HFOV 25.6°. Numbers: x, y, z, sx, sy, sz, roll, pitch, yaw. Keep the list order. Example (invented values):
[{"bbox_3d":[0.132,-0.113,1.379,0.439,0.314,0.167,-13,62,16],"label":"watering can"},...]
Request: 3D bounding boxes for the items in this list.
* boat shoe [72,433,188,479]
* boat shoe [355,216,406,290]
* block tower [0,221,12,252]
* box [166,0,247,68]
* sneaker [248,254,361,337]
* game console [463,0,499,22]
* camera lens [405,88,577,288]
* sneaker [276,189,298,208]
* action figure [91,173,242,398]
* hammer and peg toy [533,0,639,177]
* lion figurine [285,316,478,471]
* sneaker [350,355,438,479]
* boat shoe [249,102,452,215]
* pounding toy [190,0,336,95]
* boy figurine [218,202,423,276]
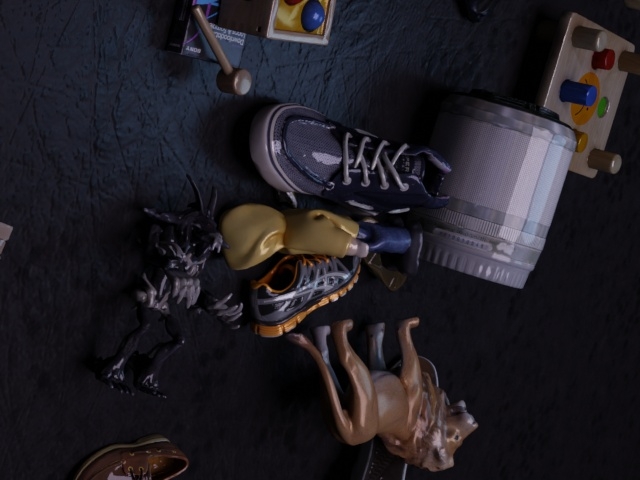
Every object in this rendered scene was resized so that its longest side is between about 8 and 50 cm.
[{"bbox_3d":[-0.245,0.300,1.826,0.178,0.060,0.064,-14,117,-49],"label":"boat shoe"},{"bbox_3d":[0.083,0.016,2.154,0.056,0.048,0.153,-47,133,-11],"label":"boat shoe"},{"bbox_3d":[-0.435,0.101,1.456,0.097,0.091,0.335,26,85,-55],"label":"block tower"},{"bbox_3d":[-0.125,-0.300,1.734,0.116,0.029,0.162,4,103,-54],"label":"box"},{"bbox_3d":[-0.021,0.050,1.994,0.215,0.084,0.083,-40,129,-35],"label":"sneaker"},{"bbox_3d":[0.320,-0.503,2.224,0.361,0.044,0.213,-53,140,-24],"label":"game console"},{"bbox_3d":[0.261,-0.084,2.184,0.219,0.219,0.274,14,94,-55],"label":"camera lens"},{"bbox_3d":[-0.045,-0.078,1.942,0.035,0.031,0.083,-55,144,-27],"label":"sneaker"},{"bbox_3d":[-0.173,0.063,1.748,0.164,0.141,0.276,25,89,-53],"label":"action figure"},{"bbox_3d":[0.459,-0.300,2.430,0.266,0.127,0.361,10,98,-52],"label":"hammer and peg toy"},{"bbox_3d":[0.081,0.239,2.101,0.392,0.142,0.240,2,79,-52],"label":"lion figurine"},{"bbox_3d":[0.105,0.326,2.303,0.123,0.106,0.290,129,-15,-66],"label":"sneaker"},{"bbox_3d":[0.053,-0.113,1.927,0.340,0.158,0.127,16,75,-58],"label":"boat shoe"},{"bbox_3d":[-0.066,-0.274,1.719,0.181,0.094,0.206,-4,108,-54],"label":"pounding toy"},{"bbox_3d":[0.000,0.000,1.911,0.285,0.177,0.092,1,98,-29],"label":"boy figurine"}]
